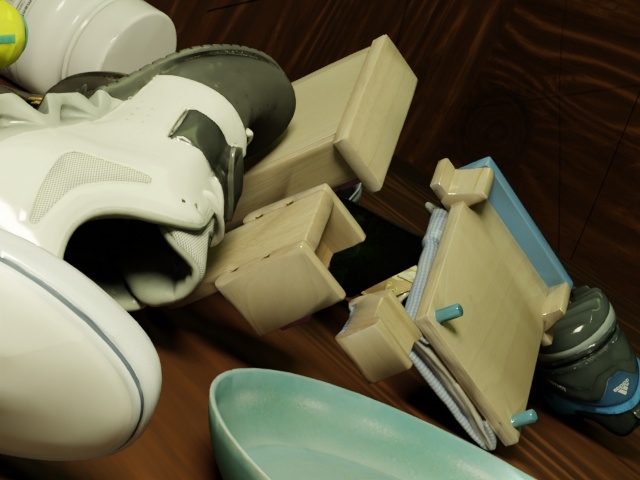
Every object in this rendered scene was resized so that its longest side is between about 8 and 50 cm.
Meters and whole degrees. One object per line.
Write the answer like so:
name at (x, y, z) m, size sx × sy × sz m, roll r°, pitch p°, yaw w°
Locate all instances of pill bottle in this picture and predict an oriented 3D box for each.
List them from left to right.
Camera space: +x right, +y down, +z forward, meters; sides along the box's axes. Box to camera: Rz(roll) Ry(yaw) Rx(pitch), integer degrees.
pill bottle at (-0.307, -0.248, 1.697) m, size 0.283 × 0.160 × 0.160 m, roll 31°, pitch 8°, yaw 22°

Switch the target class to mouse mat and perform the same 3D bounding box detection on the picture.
mouse mat at (0.000, 0.000, 1.331) m, size 0.152 × 0.007 × 0.189 m, roll 25°, pitch -23°, yaw -17°

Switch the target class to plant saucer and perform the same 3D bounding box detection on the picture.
plant saucer at (0.079, 0.160, 0.761) m, size 0.317 × 0.044 × 0.317 m, roll 27°, pitch 7°, yaw -4°

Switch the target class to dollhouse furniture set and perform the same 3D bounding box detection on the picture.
dollhouse furniture set at (0.026, 0.060, 1.137) m, size 0.303 × 0.198 × 0.286 m, roll 52°, pitch 34°, yaw -24°

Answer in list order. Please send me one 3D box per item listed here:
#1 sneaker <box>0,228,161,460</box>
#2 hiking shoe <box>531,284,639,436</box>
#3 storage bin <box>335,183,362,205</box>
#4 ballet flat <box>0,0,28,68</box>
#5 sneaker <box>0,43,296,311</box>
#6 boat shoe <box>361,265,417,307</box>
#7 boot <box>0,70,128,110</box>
sneaker at (-0.186, 0.033, 0.579) m, size 0.258 × 0.094 × 0.091 m, roll 22°, pitch 27°, yaw -10°
hiking shoe at (0.219, 0.114, 1.456) m, size 0.132 × 0.113 × 0.304 m, roll 57°, pitch -2°, yaw -7°
storage bin at (-0.017, -0.032, 1.586) m, size 0.135 × 0.098 × 0.091 m, roll 32°, pitch -19°, yaw 36°
ballet flat at (-0.348, -0.177, 1.252) m, size 0.231 × 0.077 × 0.077 m, roll 9°, pitch 18°, yaw 22°
sneaker at (-0.104, -0.024, 0.949) m, size 0.146 × 0.122 × 0.330 m, roll 44°, pitch 38°, yaw 17°
boat shoe at (0.082, 0.053, 1.469) m, size 0.135 × 0.050 × 0.045 m, roll 20°, pitch 33°, yaw 24°
boot at (-0.237, -0.107, 1.296) m, size 0.229 × 0.091 × 0.263 m, roll 10°, pitch 10°, yaw -41°
